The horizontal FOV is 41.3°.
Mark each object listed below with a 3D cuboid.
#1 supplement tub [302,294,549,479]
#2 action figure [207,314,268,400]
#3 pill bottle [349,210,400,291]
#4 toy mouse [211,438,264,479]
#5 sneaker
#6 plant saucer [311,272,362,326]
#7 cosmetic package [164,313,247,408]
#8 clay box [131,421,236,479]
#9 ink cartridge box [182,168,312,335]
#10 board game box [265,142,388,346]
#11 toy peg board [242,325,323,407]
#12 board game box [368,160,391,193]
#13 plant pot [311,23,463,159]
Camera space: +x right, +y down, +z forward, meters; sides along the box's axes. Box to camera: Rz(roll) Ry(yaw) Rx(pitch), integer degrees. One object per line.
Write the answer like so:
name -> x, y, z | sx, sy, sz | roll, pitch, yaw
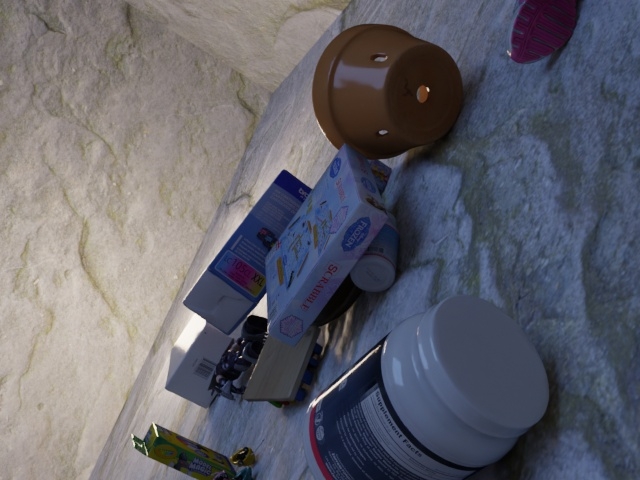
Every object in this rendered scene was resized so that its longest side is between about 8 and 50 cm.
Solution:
supplement tub -> 0.119, 0.206, 1.023 | 0.272, 0.191, 0.191 | -47, 19, 40
action figure -> -0.189, 0.291, 2.072 | 0.285, 0.099, 0.185 | -46, 27, 53
pill bottle -> 0.107, 0.016, 1.625 | 0.087, 0.087, 0.160 | -48, 18, 38
toy mouse -> -0.177, 0.491, 1.728 | 0.161, 0.031, 0.143 | -30, 27, 35
sneaker -> 0.391, -0.405, 1.495 | 0.252, 0.103, 0.111 | -58, 10, -18
plant saucer -> 0.019, 0.058, 1.795 | 0.278, 0.041, 0.278 | -35, 42, 38
cosmetic package -> -0.311, 0.299, 2.354 | 0.224, 0.138, 0.225 | -56, 17, 15
clay box -> -0.300, 0.462, 1.844 | 0.053, 0.222, 0.127 | -61, 15, -6
ink cartridge box -> -0.143, 0.009, 2.071 | 0.395, 0.151, 0.270 | -57, 6, -30
board game box -> 0.000, 0.000, 1.684 | 0.318, 0.065, 0.319 | -55, 18, 20
toy peg board -> -0.058, 0.269, 1.749 | 0.160, 0.079, 0.161 | -13, 47, 49
board game box -> 0.085, -0.085, 1.940 | 0.194, 0.060, 0.194 | -53, 16, 27
plant pot -> 0.157, -0.304, 1.762 | 0.203, 0.291, 0.291 | 19, 78, 57
